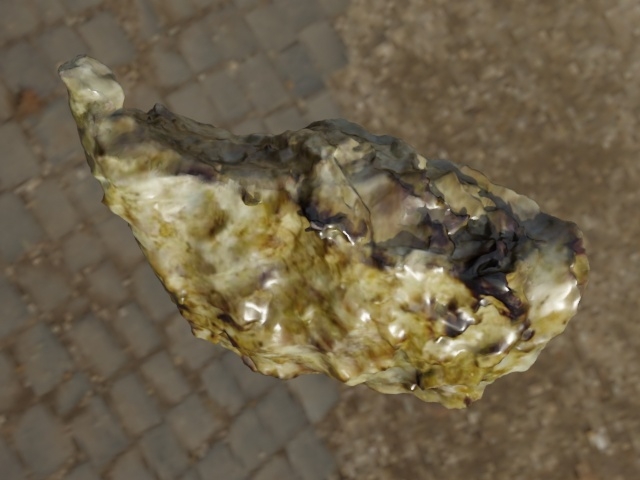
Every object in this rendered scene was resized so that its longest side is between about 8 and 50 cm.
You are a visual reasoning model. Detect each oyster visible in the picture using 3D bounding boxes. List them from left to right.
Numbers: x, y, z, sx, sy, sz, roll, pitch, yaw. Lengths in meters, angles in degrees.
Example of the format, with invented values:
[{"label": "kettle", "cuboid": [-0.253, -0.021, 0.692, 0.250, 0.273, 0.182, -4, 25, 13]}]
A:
[{"label": "oyster", "cuboid": [-0.019, 0.019, 1.260, 0.396, 0.204, 0.111, 19, 19, 7]}]
